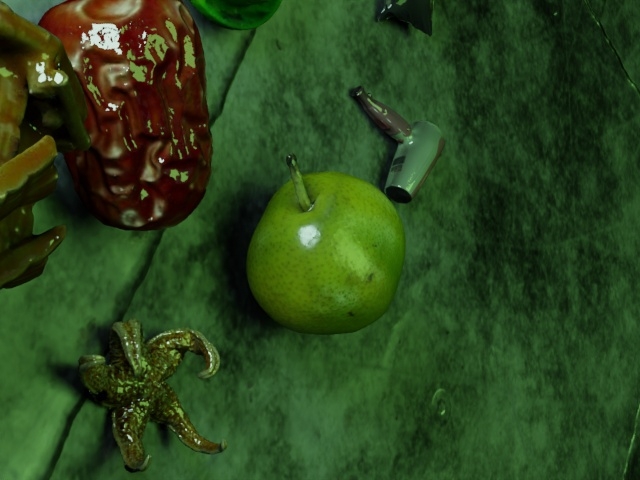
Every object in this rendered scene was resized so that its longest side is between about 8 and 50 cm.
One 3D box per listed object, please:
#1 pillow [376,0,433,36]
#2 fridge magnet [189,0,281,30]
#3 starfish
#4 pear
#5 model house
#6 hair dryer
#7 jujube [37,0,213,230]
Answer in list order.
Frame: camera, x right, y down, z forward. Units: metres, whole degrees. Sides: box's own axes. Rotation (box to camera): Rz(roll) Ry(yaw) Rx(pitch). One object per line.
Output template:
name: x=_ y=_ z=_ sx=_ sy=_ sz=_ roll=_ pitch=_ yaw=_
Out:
pillow: x=0.114 y=-0.340 z=1.833 sx=0.090 sy=0.048 sz=0.150 roll=18 pitch=74 yaw=-55
fridge magnet: x=-0.091 y=-0.324 z=1.510 sx=0.208 sy=0.088 sz=0.208 roll=11 pitch=76 yaw=-55
starfish: x=-0.167 y=0.147 z=1.367 sx=0.190 sy=0.074 sz=0.146 roll=17 pitch=72 yaw=-52
pear: x=0.000 y=0.000 z=1.531 sx=0.180 sy=0.166 sz=0.216 roll=-53 pitch=143 yaw=-25
model house: x=-0.278 y=-0.040 z=1.143 sx=0.220 sy=0.199 sz=0.229 roll=21 pitch=65 yaw=-38
hair dryer: x=0.085 y=-0.132 z=1.783 sx=0.154 sy=0.054 sz=0.106 roll=49 pitch=53 yaw=-26
jujube: x=-0.177 y=-0.124 z=1.328 sx=0.155 sy=0.155 sz=0.230 roll=-33 pitch=121 yaw=-51
